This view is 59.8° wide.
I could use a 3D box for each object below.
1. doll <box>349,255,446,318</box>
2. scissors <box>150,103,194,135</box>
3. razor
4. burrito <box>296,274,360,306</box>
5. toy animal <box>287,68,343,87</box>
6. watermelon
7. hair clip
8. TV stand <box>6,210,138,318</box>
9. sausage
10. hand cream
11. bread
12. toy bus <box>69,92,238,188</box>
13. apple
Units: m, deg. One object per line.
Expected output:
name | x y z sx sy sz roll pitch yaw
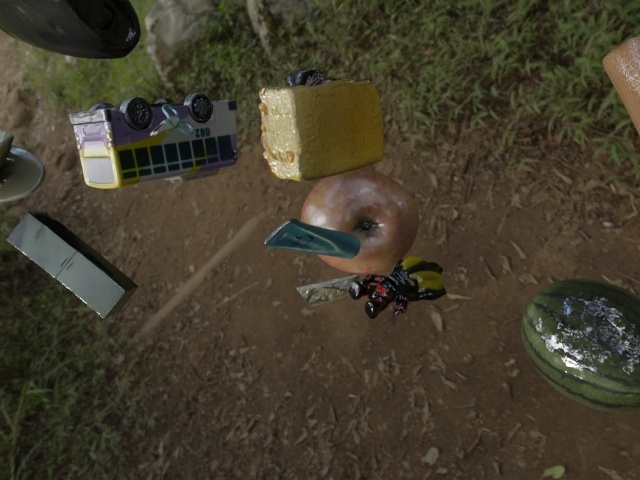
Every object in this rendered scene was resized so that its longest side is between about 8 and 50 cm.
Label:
doll | 0.185 0.096 1.220 0.088 0.248 0.127 -44 63 55
scissors | -0.211 -0.162 0.780 0.014 0.058 0.119 -39 15 19
razor | -0.448 -0.384 0.873 0.349 0.204 0.113 24 75 30
burrito | 0.035 0.175 1.962 0.226 0.087 0.060 -16 19 6
toy animal | 0.006 -0.419 1.624 0.218 0.179 0.116 43 124 21
watermelon | 0.635 0.239 1.261 0.359 0.279 0.279 29 92 41
hair clip | -0.648 -0.135 1.086 0.282 0.113 0.173 0 64 36
TV stand | -0.539 0.050 1.221 0.083 0.269 0.088 -52 1 4
sausage | 0.564 -0.226 0.899 0.123 0.123 0.253 -30 59 35
hand cream | 0.000 0.000 1.040 0.083 0.224 0.048 -39 59 32
bread | 0.007 -0.225 1.115 0.114 0.274 0.185 7 111 40
toy bus | -0.452 -0.287 1.611 0.209 0.440 0.249 5 108 40
apple | 0.120 -0.059 1.634 0.269 0.344 0.345 149 140 -78
